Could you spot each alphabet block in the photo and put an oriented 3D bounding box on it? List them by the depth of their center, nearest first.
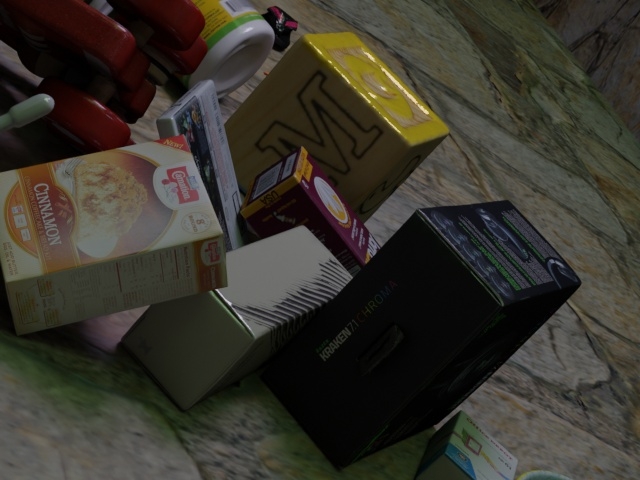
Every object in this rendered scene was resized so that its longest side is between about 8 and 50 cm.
[{"bbox_3d":[0.011,-0.126,1.817,0.193,0.197,0.192,46,21,6],"label":"alphabet block"}]

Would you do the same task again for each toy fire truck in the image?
[{"bbox_3d":[-0.263,-0.207,1.457,0.254,0.169,0.302,33,-6,-1],"label":"toy fire truck"}]

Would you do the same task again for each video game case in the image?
[{"bbox_3d":[-0.122,-0.060,1.547,0.173,0.022,0.190,-63,143,-69],"label":"video game case"}]

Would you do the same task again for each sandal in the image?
[{"bbox_3d":[-0.064,-0.355,2.344,0.067,0.040,0.179,40,21,-9],"label":"sandal"}]

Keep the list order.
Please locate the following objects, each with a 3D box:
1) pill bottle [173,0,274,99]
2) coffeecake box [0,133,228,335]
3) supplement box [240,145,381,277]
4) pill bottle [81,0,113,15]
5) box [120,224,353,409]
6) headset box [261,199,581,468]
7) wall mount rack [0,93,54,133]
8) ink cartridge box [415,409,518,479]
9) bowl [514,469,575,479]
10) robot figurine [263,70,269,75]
[{"bbox_3d":[-0.186,-0.311,1.906,0.246,0.136,0.136,48,21,14],"label":"pill bottle"},{"bbox_3d":[-0.188,-0.008,1.267,0.185,0.068,0.142,-13,44,-13],"label":"coffeecake box"},{"bbox_3d":[0.000,0.000,1.662,0.188,0.081,0.104,52,18,-16],"label":"supplement box"},{"bbox_3d":[-0.326,-0.347,1.773,0.184,0.103,0.103,42,21,-3],"label":"pill bottle"},{"bbox_3d":[-0.071,0.068,1.420,0.094,0.113,0.275,47,23,8],"label":"box"},{"bbox_3d":[0.107,0.089,1.503,0.131,0.246,0.283,49,21,16],"label":"headset box"},{"bbox_3d":[-0.403,-0.136,1.144,0.304,0.130,0.350,-6,53,-49],"label":"wall mount rack"},{"bbox_3d":[0.159,0.247,1.565,0.088,0.052,0.122,42,20,-1],"label":"ink cartridge box"},{"bbox_3d":[0.227,0.367,1.310,0.289,0.156,0.289,37,21,-17],"label":"bowl"},{"bbox_3d":[0.022,-0.177,2.002,0.219,0.128,0.158,40,8,-39],"label":"robot figurine"}]
